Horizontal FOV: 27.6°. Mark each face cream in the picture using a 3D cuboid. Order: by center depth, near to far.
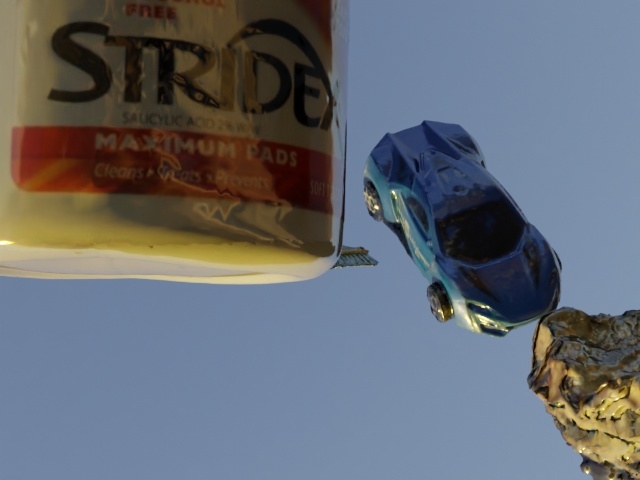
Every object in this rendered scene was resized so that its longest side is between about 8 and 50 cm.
[{"bbox_3d":[-0.087,-0.078,0.589,0.201,0.201,0.187,6,-96,-44],"label":"face cream"}]

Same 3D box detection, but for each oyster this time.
[{"bbox_3d":[0.245,0.099,0.765,0.198,0.260,0.092,-14,-72,-52],"label":"oyster"}]

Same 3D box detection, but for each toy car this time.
[{"bbox_3d":[0.106,-0.015,0.991,0.103,0.216,0.063,-20,-44,-12],"label":"toy car"}]

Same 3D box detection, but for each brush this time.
[{"bbox_3d":[0.000,0.000,1.497,0.083,0.218,0.010,-3,-74,-12],"label":"brush"}]
